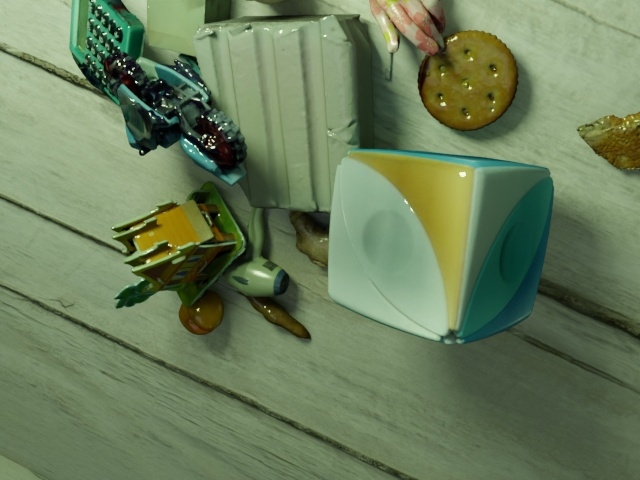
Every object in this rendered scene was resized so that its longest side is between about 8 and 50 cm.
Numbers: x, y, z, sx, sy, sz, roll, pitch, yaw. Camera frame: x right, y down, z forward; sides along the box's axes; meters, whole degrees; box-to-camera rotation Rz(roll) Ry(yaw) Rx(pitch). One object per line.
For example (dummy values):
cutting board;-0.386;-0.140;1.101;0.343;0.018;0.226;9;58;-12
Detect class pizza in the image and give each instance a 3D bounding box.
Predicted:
pizza;0.667;-0.220;1.186;0.226;0.069;0.147;-7;136;24

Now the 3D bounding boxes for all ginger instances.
ginger;-0.001;0.005;1.512;0.213;0.074;0.138;22;112;1

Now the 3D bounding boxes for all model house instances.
model house;-0.440;0.028;1.500;0.357;0.312;0.243;-42;67;32

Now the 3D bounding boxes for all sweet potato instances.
sweet potato;-0.132;0.221;1.675;0.273;0.067;0.067;39;121;-10

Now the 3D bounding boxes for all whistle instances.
whistle;-0.336;-0.347;1.372;0.186;0.093;0.273;-40;129;22

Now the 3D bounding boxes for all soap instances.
soap;-0.058;-0.290;1.293;0.349;0.213;0.436;2;117;17

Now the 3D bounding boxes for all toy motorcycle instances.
toy motorcycle;-0.317;-0.254;1.238;0.416;0.172;0.232;32;147;20

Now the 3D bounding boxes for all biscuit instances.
biscuit;0.320;-0.346;1.227;0.220;0.066;0.221;8;118;15

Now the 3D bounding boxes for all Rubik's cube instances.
Rubik's cube;0.246;-0.007;1.174;0.351;0.351;0.348;14;103;41

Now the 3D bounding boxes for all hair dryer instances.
hair dryer;-0.246;0.024;1.604;0.295;0.119;0.299;-9;98;26

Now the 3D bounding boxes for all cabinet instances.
cabinet;-0.298;-0.547;1.277;0.150;0.145;0.206;16;121;9

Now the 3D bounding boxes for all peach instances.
peach;-0.361;0.222;1.709;0.138;0.138;0.138;8;119;14

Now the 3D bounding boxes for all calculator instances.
calculator;-0.528;-0.481;1.361;0.274;0.058;0.248;47;137;19

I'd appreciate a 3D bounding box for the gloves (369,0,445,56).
gloves;0.177;-0.488;1.146;0.145;0.126;0.241;-27;74;2

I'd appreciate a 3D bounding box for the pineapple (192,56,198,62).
pineapple;-0.288;-0.432;1.408;0.083;0.019;0.045;17;114;10

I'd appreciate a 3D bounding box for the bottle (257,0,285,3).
bottle;-0.125;-0.563;1.158;0.147;0.236;0.148;7;118;14

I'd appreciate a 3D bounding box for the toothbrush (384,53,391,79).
toothbrush;0.156;-0.446;1.261;0.014;0.011;0.167;10;120;19

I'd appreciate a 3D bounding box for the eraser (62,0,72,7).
eraser;-0.600;-0.651;1.391;0.104;0.023;0.150;42;121;-6
